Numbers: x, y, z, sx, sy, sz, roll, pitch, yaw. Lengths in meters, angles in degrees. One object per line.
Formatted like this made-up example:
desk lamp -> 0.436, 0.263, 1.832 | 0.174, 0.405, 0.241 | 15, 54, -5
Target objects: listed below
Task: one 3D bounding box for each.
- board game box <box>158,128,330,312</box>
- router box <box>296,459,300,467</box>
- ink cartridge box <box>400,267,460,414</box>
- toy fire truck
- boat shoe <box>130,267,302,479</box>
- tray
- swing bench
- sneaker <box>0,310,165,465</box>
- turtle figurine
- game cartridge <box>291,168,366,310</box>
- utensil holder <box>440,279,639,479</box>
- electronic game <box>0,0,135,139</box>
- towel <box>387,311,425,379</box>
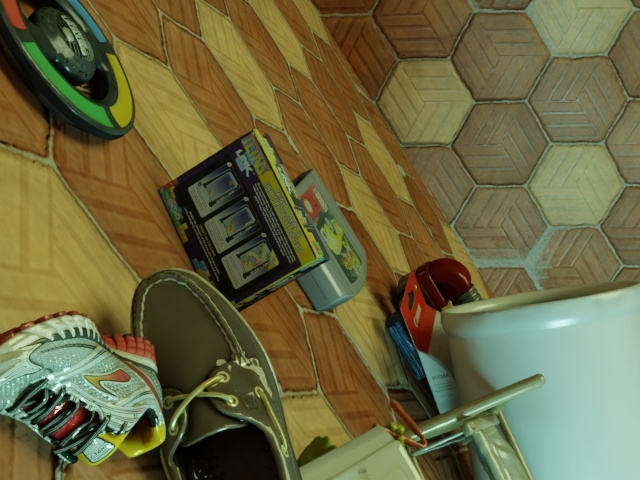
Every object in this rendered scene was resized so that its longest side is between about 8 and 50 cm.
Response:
board game box -> -0.089, -0.019, 1.166 | 0.170, 0.141, 0.048 | 64, 16, 13
router box -> -0.092, 0.169, 0.984 | 0.179, 0.046, 0.133 | 63, 15, 10
ink cartridge box -> 0.212, 0.180, 1.793 | 0.189, 0.066, 0.232 | -63, 138, -66
toy fire truck -> 0.290, 0.126, 1.926 | 0.217, 0.246, 0.158 | 58, 14, -7
boat shoe -> -0.083, 0.167, 0.863 | 0.097, 0.116, 0.324 | 77, -9, -79
tray -> 0.054, 0.273, 1.032 | 0.145, 0.030, 0.270 | 59, 23, 12
swing bench -> 0.223, 0.351, 1.377 | 0.253, 0.254, 0.165 | 66, -23, 18
sneaker -> -0.175, 0.112, 0.738 | 0.225, 0.088, 0.093 | 28, 37, -64
turtle figurine -> 0.061, 0.293, 1.175 | 0.217, 0.087, 0.269 | 32, 39, -46
game cartridge -> 0.000, 0.000, 1.600 | 0.196, 0.060, 0.294 | 62, 14, -9
utensil holder -> 0.383, 0.278, 1.640 | 0.327, 0.327, 0.385 | -3, 84, -73
electronic game -> -0.276, -0.209, 1.091 | 0.229, 0.048, 0.229 | 54, 16, -24
towel -> 0.157, 0.186, 1.804 | 0.119, 0.029, 0.067 | 56, 15, -11
